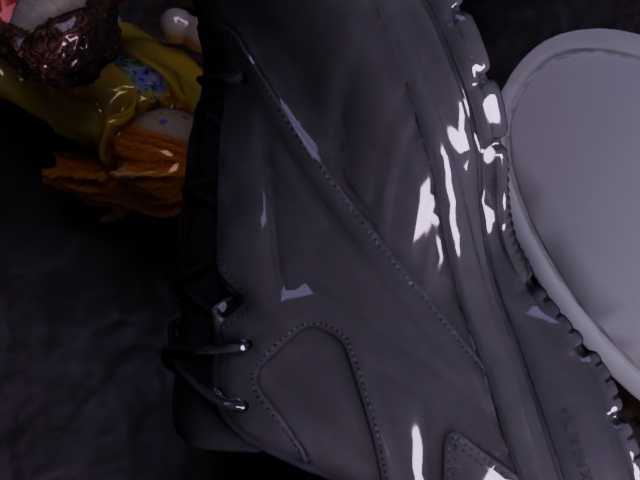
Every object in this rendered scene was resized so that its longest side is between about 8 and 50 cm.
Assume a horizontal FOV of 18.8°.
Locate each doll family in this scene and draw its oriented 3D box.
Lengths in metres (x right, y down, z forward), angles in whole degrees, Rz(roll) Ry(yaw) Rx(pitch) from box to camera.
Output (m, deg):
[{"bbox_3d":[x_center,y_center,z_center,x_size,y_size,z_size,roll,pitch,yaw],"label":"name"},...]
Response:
[{"bbox_3d":[-0.032,-0.082,0.720,0.263,0.118,0.163,-21,44,-24],"label":"doll family"}]

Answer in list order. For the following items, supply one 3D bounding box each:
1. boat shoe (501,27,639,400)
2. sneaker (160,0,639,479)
[{"bbox_3d":[0.196,0.033,0.681,0.319,0.116,0.099,37,18,26],"label":"boat shoe"},{"bbox_3d":[0.000,0.000,0.603,0.130,0.109,0.286,-24,95,-9],"label":"sneaker"}]
